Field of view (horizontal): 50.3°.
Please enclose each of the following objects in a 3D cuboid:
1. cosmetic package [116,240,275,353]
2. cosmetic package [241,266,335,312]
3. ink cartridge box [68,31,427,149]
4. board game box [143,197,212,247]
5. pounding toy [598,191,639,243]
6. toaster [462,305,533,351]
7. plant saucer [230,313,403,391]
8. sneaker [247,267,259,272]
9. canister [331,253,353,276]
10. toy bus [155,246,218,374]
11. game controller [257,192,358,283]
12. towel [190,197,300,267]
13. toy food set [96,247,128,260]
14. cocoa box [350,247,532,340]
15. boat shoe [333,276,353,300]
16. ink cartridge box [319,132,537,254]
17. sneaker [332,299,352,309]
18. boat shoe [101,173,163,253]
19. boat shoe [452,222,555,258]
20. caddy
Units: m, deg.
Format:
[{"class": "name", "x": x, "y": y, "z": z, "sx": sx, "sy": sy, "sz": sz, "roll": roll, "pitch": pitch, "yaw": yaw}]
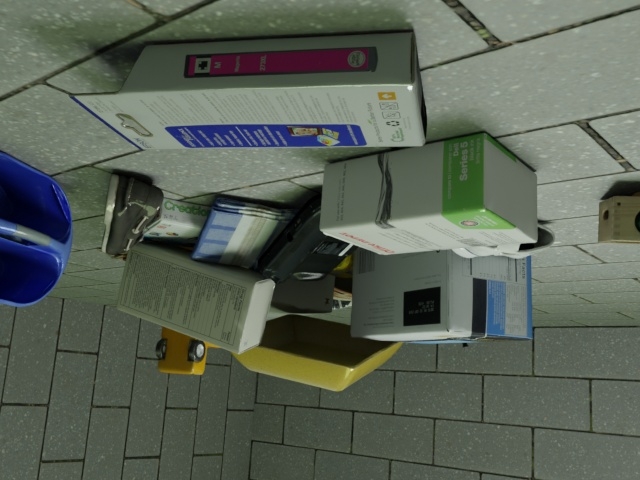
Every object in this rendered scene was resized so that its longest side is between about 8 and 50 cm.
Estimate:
[{"class": "cosmetic package", "x": -0.268, "y": 0.113, "z": 1.463, "sx": 0.310, "sy": 0.160, "sz": 0.113, "roll": 17, "pitch": -172, "yaw": 17}, {"class": "cosmetic package", "x": -0.135, "y": 0.125, "z": 1.860, "sx": 0.197, "sy": 0.155, "sz": 0.366, "roll": 15, "pitch": 163, "yaw": -30}, {"class": "ink cartridge box", "x": -0.070, "y": -0.158, "z": 0.773, "sx": 0.371, "sy": 0.069, "sz": 0.176, "roll": -1, "pitch": 167, "yaw": 11}, {"class": "board game box", "x": -0.224, "y": -0.020, "z": 1.472, "sx": 0.306, "sy": 0.053, "sz": 0.193, "roll": 10, "pitch": 165, "yaw": -28}, {"class": "pounding toy", "x": 0.525, "y": -0.045, "z": 1.083, "sx": 0.130, "sy": 0.100, "sz": 0.141, "roll": 2, "pitch": 178, "yaw": 11}, {"class": "toaster", "x": 0.399, "y": 0.146, "z": 1.649, "sx": 0.168, "sy": 0.185, "sz": 0.110, "roll": -20, "pitch": 172, "yaw": -24}, {"class": "plant saucer", "x": -0.010, "y": 0.261, "z": 1.591, "sx": 0.333, "sy": 0.080, "sz": 0.333, "roll": 9, "pitch": -172, "yaw": 26}, {"class": "sneaker", "x": -0.097, "y": 0.063, "z": 1.584, "sx": 0.209, "sy": 0.069, "sz": 0.082, "roll": -23, "pitch": 176, "yaw": 33}, {"class": "canister", "x": 0.046, "y": 0.047, "z": 1.651, "sx": 0.126, "sy": 0.073, "sz": 0.170, "roll": -3, "pitch": 167, "yaw": 29}, {"class": "toy bus", "x": -0.296, "y": 0.150, "z": 1.616, "sx": 0.108, "sy": 0.332, "sz": 0.130, "roll": -2, "pitch": 166, "yaw": 24}, {"class": "game controller", "x": 0.000, "y": 0.000, "z": 1.326, "sx": 0.167, "sy": 0.067, "sz": 0.319, "roll": -4, "pitch": 155, "yaw": -31}, {"class": "towel", "x": -0.104, "y": -0.004, "z": 1.389, "sx": 0.285, "sy": 0.034, "sz": 0.209, "roll": 7, "pitch": 145, "yaw": -20}, {"class": "toy food set", "x": -0.525, "y": 0.056, "z": 1.939, "sx": 0.192, "sy": 0.038, "sz": 0.132, "roll": 3, "pitch": 168, "yaw": 2}, {"class": "cocoa box", "x": 0.252, "y": 0.102, "z": 1.466, "sx": 0.228, "sy": 0.231, "sz": 0.347, "roll": 9, "pitch": 167, "yaw": -28}, {"class": "boat shoe", "x": 0.146, "y": 0.119, "z": 1.850, "sx": 0.325, "sy": 0.123, "sz": 0.116, "roll": 0, "pitch": 165, "yaw": 11}, {"class": "ink cartridge box", "x": 0.164, "y": -0.058, "z": 1.038, "sx": 0.273, "sy": 0.114, "sz": 0.198, "roll": -6, "pitch": 164, "yaw": 37}, {"class": "sneaker", "x": 0.072, "y": 0.164, "z": 2.102, "sx": 0.283, "sy": 0.110, "sz": 0.122, "roll": 7, "pitch": 171, "yaw": -13}, {"class": "boat shoe", "x": -0.365, "y": -0.035, "z": 1.315, "sx": 0.096, "sy": 0.112, "sz": 0.335, "roll": 12, "pitch": 163, "yaw": -14}, {"class": "boat shoe", "x": 0.338, "y": -0.016, "z": 1.269, "sx": 0.258, "sy": 0.095, "sz": 0.084, "roll": 0, "pitch": 168, "yaw": -39}, {"class": "caddy", "x": -0.557, "y": -0.018, "z": 1.160, "sx": 0.179, "sy": 0.241, "sz": 0.341, "roll": 7, "pitch": 169, "yaw": 15}]
